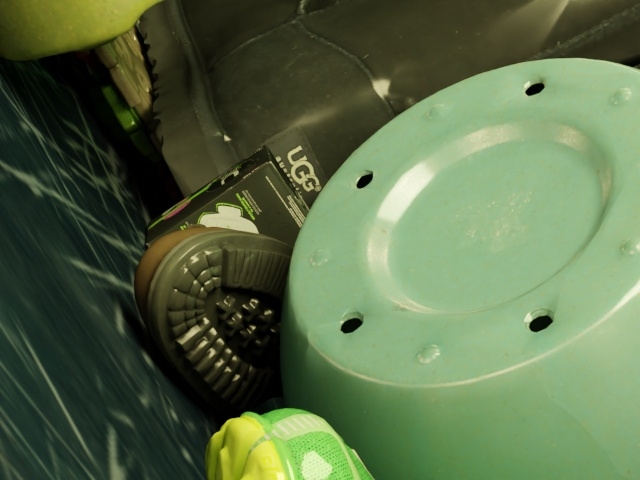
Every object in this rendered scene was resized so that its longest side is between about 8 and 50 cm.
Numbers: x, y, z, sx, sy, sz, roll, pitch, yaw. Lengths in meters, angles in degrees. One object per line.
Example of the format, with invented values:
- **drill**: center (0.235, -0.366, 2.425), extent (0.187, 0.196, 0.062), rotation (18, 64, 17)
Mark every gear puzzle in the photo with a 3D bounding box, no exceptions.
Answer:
- **gear puzzle**: center (-0.150, -0.131, 1.192), extent (0.339, 0.044, 0.175), rotation (59, 6, -32)

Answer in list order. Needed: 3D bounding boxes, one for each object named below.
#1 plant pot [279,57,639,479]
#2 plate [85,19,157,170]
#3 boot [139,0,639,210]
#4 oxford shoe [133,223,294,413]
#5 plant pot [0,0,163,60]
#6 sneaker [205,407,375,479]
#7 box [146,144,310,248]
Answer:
- **plant pot**: center (0.116, 0.063, 0.827), extent (0.235, 0.293, 0.293), rotation (56, 2, -37)
- **plate**: center (-0.101, -0.077, 1.442), extent (0.278, 0.045, 0.277), rotation (53, 4, -29)
- **boot**: center (0.110, -0.173, 1.219), extent (0.146, 0.445, 0.367), rotation (60, 6, -28)
- **oxford shoe**: center (-0.049, 0.031, 0.901), extent (0.096, 0.083, 0.227), rotation (29, -3, 20)
- **plant pot**: center (-0.130, -0.238, 0.913), extent (0.276, 0.276, 0.254), rotation (-117, -177, -70)
- **sneaker**: center (0.055, 0.144, 0.670), extent (0.295, 0.123, 0.109), rotation (53, 4, -38)
- **box**: center (-0.050, -0.007, 1.044), extent (0.052, 0.083, 0.062), rotation (56, 3, -13)
